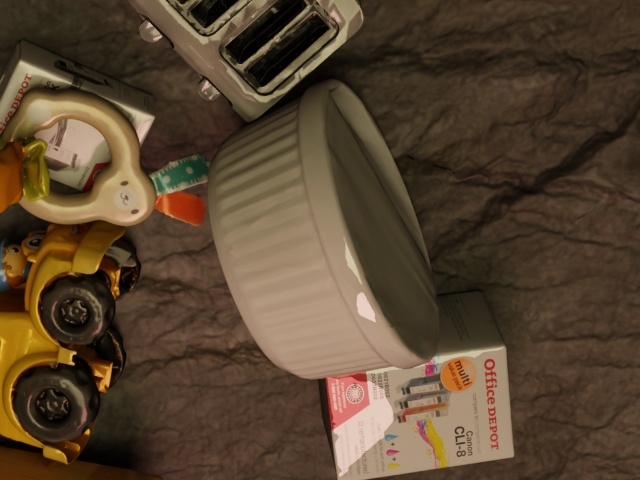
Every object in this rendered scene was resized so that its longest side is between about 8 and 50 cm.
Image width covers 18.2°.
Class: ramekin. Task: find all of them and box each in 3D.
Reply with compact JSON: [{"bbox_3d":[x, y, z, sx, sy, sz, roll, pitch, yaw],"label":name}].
[{"bbox_3d":[0.000,0.000,1.790,0.127,0.273,0.273,-19,115,16],"label":"ramekin"}]

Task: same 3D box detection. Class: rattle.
[{"bbox_3d":[-0.187,-0.048,1.747,0.200,0.143,0.130,29,91,-12],"label":"rattle"}]

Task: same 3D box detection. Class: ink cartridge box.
[{"bbox_3d":[-0.232,-0.107,1.818,0.135,0.056,0.099,22,110,-16],"label":"ink cartridge box"},{"bbox_3d":[0.089,0.139,1.928,0.176,0.127,0.128,-9,114,-4],"label":"ink cartridge box"}]

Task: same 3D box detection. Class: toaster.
[{"bbox_3d":[-0.062,-0.219,1.760,0.186,0.110,0.168,-40,113,11],"label":"toaster"}]

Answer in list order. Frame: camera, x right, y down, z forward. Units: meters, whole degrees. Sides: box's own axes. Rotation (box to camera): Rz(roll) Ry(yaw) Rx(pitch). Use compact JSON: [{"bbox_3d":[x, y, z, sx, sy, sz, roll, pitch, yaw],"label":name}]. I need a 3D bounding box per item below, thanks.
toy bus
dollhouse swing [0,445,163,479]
[{"bbox_3d":[-0.287,0.071,1.858,0.211,0.149,0.220,14,110,4],"label":"toy bus"},{"bbox_3d":[-0.275,0.428,1.868,0.315,0.305,0.346,9,115,12],"label":"dollhouse swing"}]
